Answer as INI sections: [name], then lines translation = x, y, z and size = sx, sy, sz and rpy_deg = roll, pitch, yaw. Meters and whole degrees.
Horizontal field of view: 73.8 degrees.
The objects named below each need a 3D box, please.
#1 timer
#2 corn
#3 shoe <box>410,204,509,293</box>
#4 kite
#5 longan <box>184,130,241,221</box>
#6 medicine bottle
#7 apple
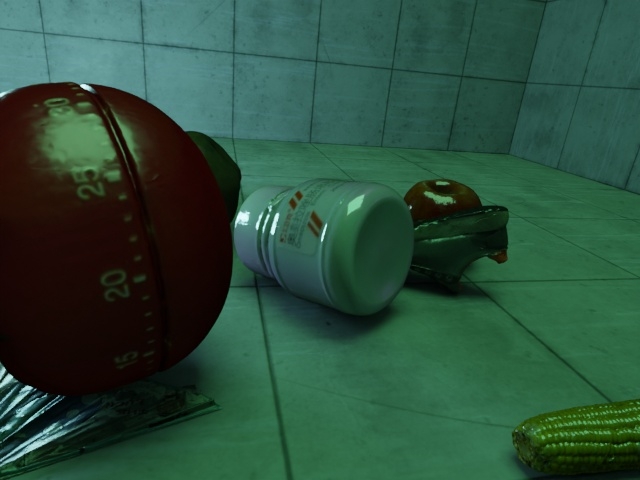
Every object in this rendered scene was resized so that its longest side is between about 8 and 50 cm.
[timer]
translation = -0.280, -0.005, 0.550
size = 0.279, 0.377, 0.378
rpy_deg = -18, 31, -34
[corn]
translation = 0.350, 0.244, 0.523
size = 0.231, 0.080, 0.080
rpy_deg = -2, 22, -13
[shoe]
translation = 0.253, 0.038, 0.946
size = 0.337, 0.170, 0.132
rpy_deg = -15, 6, 15
[kite]
translation = -0.331, 0.189, 0.578
size = 0.406, 0.014, 0.368
rpy_deg = 11, 22, 13
[longan]
translation = -0.335, -0.135, 1.069
size = 0.289, 0.288, 0.350
rpy_deg = 4, 24, -3
[medicine bottle]
translation = 0.000, 0.000, 0.834
size = 0.302, 0.241, 0.241
rpy_deg = 11, 20, 40
[apple]
translation = 0.305, -0.046, 1.093
size = 0.219, 0.201, 0.218
rpy_deg = 3, 29, -1
